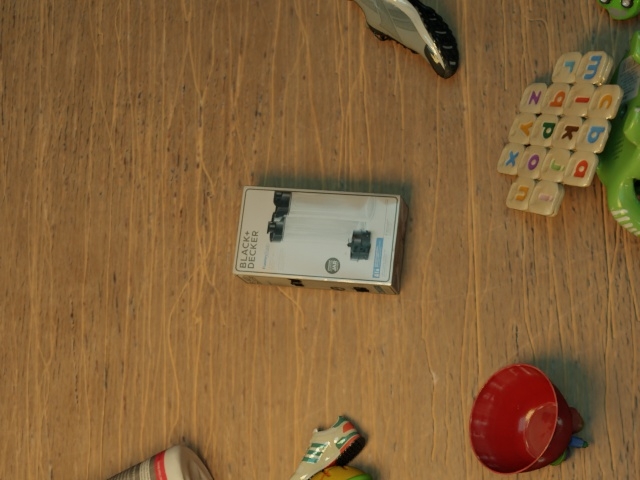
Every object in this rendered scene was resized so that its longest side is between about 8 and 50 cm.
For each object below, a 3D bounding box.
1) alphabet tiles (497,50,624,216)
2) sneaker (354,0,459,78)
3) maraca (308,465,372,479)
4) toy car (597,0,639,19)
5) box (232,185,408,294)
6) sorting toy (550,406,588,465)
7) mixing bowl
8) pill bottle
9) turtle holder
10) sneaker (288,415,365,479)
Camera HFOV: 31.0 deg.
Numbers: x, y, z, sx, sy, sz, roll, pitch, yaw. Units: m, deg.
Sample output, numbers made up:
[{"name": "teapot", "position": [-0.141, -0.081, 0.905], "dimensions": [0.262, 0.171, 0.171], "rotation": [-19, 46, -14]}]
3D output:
[{"name": "alphabet tiles", "position": [0.395, -0.179, 1.919], "dimensions": [0.021, 0.278, 0.284], "rotation": [21, 89, -23]}, {"name": "sneaker", "position": [0.151, -0.393, 2.104], "dimensions": [0.108, 0.100, 0.271], "rotation": [-46, 73, 26]}, {"name": "maraca", "position": [0.007, 0.441, 1.928], "dimensions": [0.186, 0.127, 0.099], "rotation": [-35, 63, 12]}, {"name": "toy car", "position": [0.576, -0.396, 1.987], "dimensions": [0.225, 0.053, 0.239], "rotation": [23, 39, 39]}, {"name": "box", "position": [0.000, 0.000, 2.046], "dimensions": [0.290, 0.087, 0.169], "rotation": [5, 79, 15]}, {"name": "sorting toy", "position": [0.410, 0.327, 1.900], "dimensions": [0.042, 0.061, 0.102], "rotation": [20, 91, -26]}, {"name": "mixing bowl", "position": [0.341, 0.300, 1.874], "dimensions": [0.181, 0.098, 0.181], "rotation": [-29, 49, 40]}, {"name": "pill bottle", "position": [-0.337, 0.493, 1.972], "dimensions": [0.319, 0.176, 0.176], "rotation": [-27, 73, 6]}, {"name": "turtle holder", "position": [0.563, -0.165, 1.860], "dimensions": [0.227, 0.243, 0.320], "rotation": [15, 48, -11]}, {"name": "sneaker", "position": [-0.002, 0.368, 1.990], "dimensions": [0.161, 0.057, 0.075], "rotation": [-40, 55, 4]}]
